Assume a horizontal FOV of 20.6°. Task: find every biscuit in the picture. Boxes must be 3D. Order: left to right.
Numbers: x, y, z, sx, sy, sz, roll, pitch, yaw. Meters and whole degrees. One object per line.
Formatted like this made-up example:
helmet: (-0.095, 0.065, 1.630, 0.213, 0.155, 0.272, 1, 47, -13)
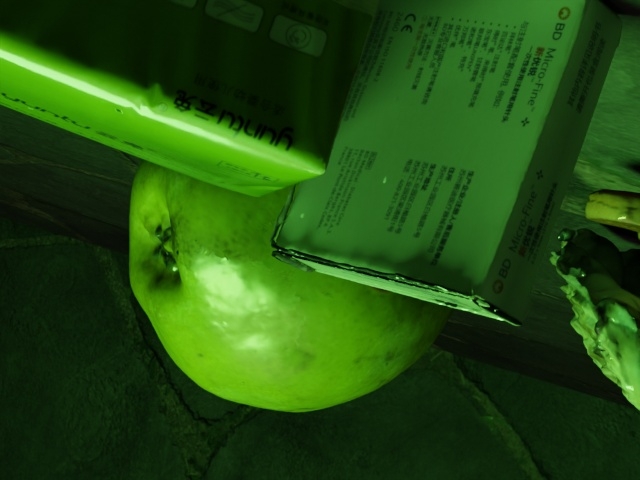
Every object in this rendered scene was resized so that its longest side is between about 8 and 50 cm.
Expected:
biscuit: (0.329, -0.006, 1.442, 0.165, 0.036, 0.250, 12, 177, 41)

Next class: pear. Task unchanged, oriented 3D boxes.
pear: (0.000, 0.000, 1.491, 0.287, 0.287, 0.375, 13, -168, 42)

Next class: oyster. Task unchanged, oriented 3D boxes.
oyster: (0.319, 0.067, 1.582, 0.237, 0.115, 0.351, 10, -160, 9)

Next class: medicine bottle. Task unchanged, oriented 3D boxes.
medicine bottle: (0.074, -0.062, 1.061, 0.171, 0.201, 0.052, 12, 167, 40)

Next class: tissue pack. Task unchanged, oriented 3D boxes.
tissue pack: (-0.120, -0.146, 1.061, 0.274, 0.167, 0.200, 20, 173, -11)
